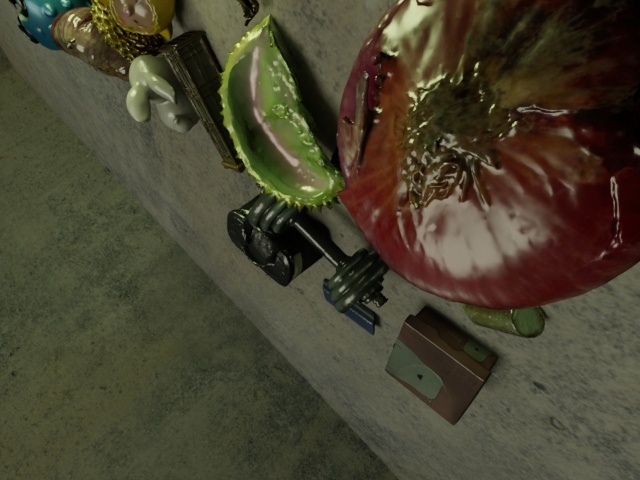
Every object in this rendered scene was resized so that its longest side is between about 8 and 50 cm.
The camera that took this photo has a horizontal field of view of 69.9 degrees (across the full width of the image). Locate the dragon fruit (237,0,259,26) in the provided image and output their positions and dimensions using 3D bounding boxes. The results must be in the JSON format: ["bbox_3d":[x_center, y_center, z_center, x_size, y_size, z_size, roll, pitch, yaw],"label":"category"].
[{"bbox_3d":[-0.134,-0.432,0.674,0.125,0.125,0.246,33,162,18],"label":"dragon fruit"}]

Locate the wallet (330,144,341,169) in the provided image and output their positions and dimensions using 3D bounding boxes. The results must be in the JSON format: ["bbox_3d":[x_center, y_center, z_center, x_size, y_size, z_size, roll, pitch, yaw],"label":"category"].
[{"bbox_3d":[0.061,-0.148,0.897,0.095,0.026,0.176,47,157,7],"label":"wallet"}]

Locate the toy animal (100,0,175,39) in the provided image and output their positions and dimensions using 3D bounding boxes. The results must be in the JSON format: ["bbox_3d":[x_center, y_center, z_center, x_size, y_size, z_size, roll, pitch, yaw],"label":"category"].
[{"bbox_3d":[-0.404,-0.533,0.959,0.230,0.156,0.156,37,158,-2],"label":"toy animal"}]

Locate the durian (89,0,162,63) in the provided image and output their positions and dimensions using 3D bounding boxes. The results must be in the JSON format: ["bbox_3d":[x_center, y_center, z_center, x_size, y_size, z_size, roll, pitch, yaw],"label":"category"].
[{"bbox_3d":[-0.468,-0.552,1.115,0.252,0.144,0.139,49,-164,-21],"label":"durian"}]

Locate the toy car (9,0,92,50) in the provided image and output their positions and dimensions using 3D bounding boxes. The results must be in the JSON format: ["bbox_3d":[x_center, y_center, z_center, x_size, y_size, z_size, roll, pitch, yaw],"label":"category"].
[{"bbox_3d":[-0.740,-0.642,1.302,0.190,0.188,0.255,43,156,-6],"label":"toy car"}]

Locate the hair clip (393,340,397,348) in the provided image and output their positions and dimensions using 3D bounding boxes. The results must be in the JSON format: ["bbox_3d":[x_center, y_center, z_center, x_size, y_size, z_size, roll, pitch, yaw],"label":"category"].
[{"bbox_3d":[0.296,0.346,1.272,0.146,0.056,0.187,51,166,-12],"label":"hair clip"}]

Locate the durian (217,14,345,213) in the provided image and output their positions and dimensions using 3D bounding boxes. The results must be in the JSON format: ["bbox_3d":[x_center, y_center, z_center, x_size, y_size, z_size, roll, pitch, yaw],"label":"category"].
[{"bbox_3d":[-0.073,-0.206,0.858,0.355,0.157,0.169,59,151,-9],"label":"durian"}]

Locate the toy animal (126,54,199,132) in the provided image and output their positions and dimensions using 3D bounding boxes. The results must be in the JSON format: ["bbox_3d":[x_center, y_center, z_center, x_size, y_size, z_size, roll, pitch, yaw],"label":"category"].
[{"bbox_3d":[-0.384,-0.356,1.138,0.193,0.128,0.178,41,-151,-68],"label":"toy animal"}]

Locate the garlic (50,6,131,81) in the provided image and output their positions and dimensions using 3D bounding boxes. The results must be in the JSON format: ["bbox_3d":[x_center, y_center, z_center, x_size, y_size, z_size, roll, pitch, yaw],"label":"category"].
[{"bbox_3d":[-0.570,-0.529,1.219,0.245,0.160,0.245,30,-177,-2],"label":"garlic"}]

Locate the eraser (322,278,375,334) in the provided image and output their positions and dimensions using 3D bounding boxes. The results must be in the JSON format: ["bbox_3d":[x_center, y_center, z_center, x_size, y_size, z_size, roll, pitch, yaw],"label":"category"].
[{"bbox_3d":[0.086,0.204,1.413,0.225,0.036,0.082,33,153,31],"label":"eraser"}]

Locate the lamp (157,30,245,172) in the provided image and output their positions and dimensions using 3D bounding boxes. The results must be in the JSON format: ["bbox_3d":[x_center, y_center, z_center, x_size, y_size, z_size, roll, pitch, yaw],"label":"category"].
[{"bbox_3d":[-0.253,-0.320,1.090,0.090,0.089,0.325,23,147,45],"label":"lamp"}]

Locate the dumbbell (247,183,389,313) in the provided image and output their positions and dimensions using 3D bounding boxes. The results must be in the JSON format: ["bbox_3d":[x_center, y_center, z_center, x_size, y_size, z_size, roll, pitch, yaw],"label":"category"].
[{"bbox_3d":[0.000,0.000,1.052,0.406,0.179,0.179,46,157,6],"label":"dumbbell"}]

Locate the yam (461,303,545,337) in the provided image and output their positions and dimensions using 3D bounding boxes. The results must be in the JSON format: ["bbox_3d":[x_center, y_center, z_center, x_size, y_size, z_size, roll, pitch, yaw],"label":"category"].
[{"bbox_3d":[0.325,0.134,0.835,0.146,0.070,0.069,6,134,57],"label":"yam"}]

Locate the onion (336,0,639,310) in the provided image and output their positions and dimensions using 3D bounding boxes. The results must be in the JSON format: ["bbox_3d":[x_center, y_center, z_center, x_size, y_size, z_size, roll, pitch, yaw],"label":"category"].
[{"bbox_3d":[0.190,-0.105,0.487,0.348,0.286,0.347,2,94,38],"label":"onion"}]

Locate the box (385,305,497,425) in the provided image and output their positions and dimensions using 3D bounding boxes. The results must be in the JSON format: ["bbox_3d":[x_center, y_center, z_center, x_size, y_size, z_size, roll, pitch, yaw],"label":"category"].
[{"bbox_3d":[0.281,0.294,1.090,0.215,0.086,0.215,35,138,26],"label":"box"}]

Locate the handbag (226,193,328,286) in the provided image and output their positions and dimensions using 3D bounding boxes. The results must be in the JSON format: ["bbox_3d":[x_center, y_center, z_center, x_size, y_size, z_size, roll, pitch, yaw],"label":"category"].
[{"bbox_3d":[-0.124,-0.005,1.232,0.254,0.181,0.181,40,144,18],"label":"handbag"}]
